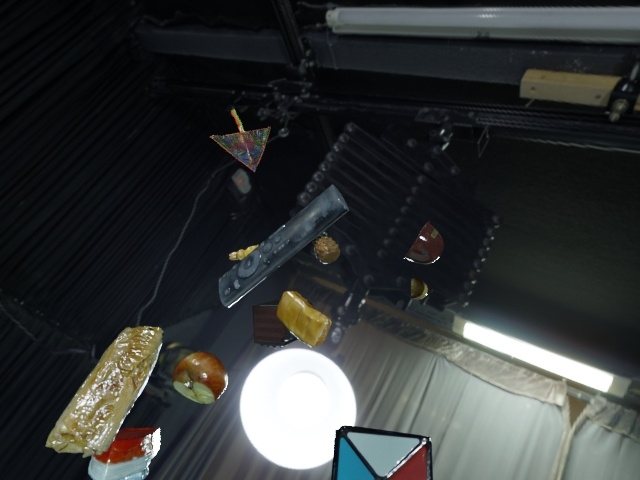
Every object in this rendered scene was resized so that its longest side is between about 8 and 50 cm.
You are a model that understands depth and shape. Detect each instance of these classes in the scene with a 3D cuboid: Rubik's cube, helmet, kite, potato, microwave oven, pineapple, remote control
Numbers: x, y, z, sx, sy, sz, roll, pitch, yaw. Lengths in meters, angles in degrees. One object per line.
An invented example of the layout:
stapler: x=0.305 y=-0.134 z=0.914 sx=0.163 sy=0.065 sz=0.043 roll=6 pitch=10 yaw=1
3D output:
Rubik's cube: x=0.156 y=0.634 z=1.104 sx=0.248 sy=0.250 sz=0.246 roll=1 pitch=-33 yaw=10
helmet: x=0.378 y=0.020 z=1.518 sx=0.106 sy=0.175 sz=0.155 roll=32 pitch=-60 yaw=7
kite: x=-0.189 y=-0.247 z=1.070 sx=0.010 sy=0.190 sz=0.159 roll=-6 pitch=-78 yaw=44
potato: x=0.466 y=0.227 z=1.992 sx=0.066 sy=0.096 sz=0.103 roll=1 pitch=-8 yaw=34
microwave oven: x=-0.167 y=0.368 z=1.937 sx=0.178 sy=0.188 sz=0.247 roll=-5 pitch=-1 yaw=28
pineapple: x=-0.001 y=0.001 z=2.208 sx=0.248 sy=0.128 sz=0.128 roll=57 pitch=-7 yaw=35
remote control: x=-0.097 y=0.015 z=1.024 sx=0.044 sy=0.377 sz=0.107 roll=43 pitch=16 yaw=-31

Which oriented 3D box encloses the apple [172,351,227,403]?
apple: x=-0.418 y=0.473 z=1.505 sx=0.195 sy=0.160 sz=0.173 roll=-13 pitch=-37 yaw=26

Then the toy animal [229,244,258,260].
toy animal: x=-0.380 y=0.075 z=2.160 sx=0.159 sy=0.083 sz=0.070 roll=-6 pitch=-25 yaw=-3

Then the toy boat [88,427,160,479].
toy boat: x=-0.506 y=0.570 z=1.117 sx=0.145 sy=0.133 sz=0.332 roll=3 pitch=-19 yaw=-9

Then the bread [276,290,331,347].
bread: x=-0.038 y=0.163 z=0.903 sx=0.132 sy=0.074 sz=0.053 roll=35 pitch=15 yaw=36

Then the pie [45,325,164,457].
pie: x=-0.391 y=0.277 z=0.813 sx=0.128 sy=0.282 sz=0.068 roll=-1 pitch=-59 yaw=7
